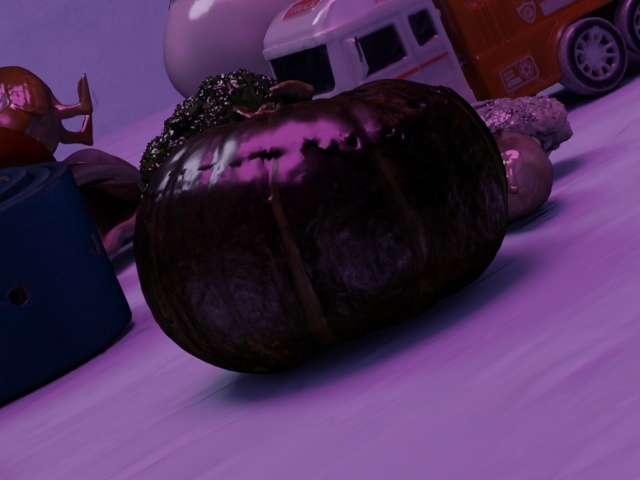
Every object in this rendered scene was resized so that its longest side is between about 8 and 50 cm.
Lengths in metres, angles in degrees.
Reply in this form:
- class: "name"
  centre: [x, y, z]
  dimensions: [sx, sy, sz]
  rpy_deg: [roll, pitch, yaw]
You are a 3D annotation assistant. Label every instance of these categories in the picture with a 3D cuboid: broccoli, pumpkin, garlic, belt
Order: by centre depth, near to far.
- class: "pumpkin"
  centre: [-0.003, -0.018, 1.188]
  dimensions: [0.238, 0.159, 0.238]
  rpy_deg: [-25, 4, 2]
- class: "garlic"
  centre: [0.121, -0.038, 1.327]
  dimensions: [0.152, 0.066, 0.084]
  rpy_deg: [-17, 38, 57]
- class: "belt"
  centre: [-0.376, 0.068, 1.596]
  dimensions: [0.436, 0.173, 0.300]
  rpy_deg: [-20, 11, 21]
- class: "broccoli"
  centre: [-0.075, -0.059, 1.642]
  dimensions: [0.156, 0.195, 0.195]
  rpy_deg: [4, 22, 28]

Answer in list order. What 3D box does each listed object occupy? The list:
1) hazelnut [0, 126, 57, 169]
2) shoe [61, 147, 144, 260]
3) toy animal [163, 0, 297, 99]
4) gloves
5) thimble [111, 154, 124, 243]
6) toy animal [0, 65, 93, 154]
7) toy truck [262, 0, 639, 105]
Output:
- class: "hazelnut"
  centre: [-0.329, -0.007, 1.820]
  dimensions: [0.178, 0.204, 0.178]
  rpy_deg: [10, 20, -4]
- class: "shoe"
  centre: [-0.220, -0.043, 1.985]
  dimensions: [0.100, 0.103, 0.251]
  rpy_deg: [-43, 15, 21]
- class: "toy animal"
  centre: [-0.053, -0.160, 1.884]
  dimensions: [0.187, 0.235, 0.165]
  rpy_deg: [-14, 14, 14]
- class: "gloves"
  centre: [0.112, -0.063, 1.438]
  dimensions: [0.153, 0.070, 0.114]
  rpy_deg: [-20, 9, 9]
- class: "thimble"
  centre: [-0.276, -0.028, 2.158]
  dimensions: [0.150, 0.098, 0.150]
  rpy_deg: [-22, 9, 4]
- class: "toy animal"
  centre: [-0.318, -0.111, 1.960]
  dimensions: [0.179, 0.089, 0.188]
  rpy_deg: [-3, 43, -7]
- class: "toy truck"
  centre: [0.136, -0.198, 1.743]
  dimensions: [0.387, 0.207, 0.173]
  rpy_deg: [-28, 9, -24]
